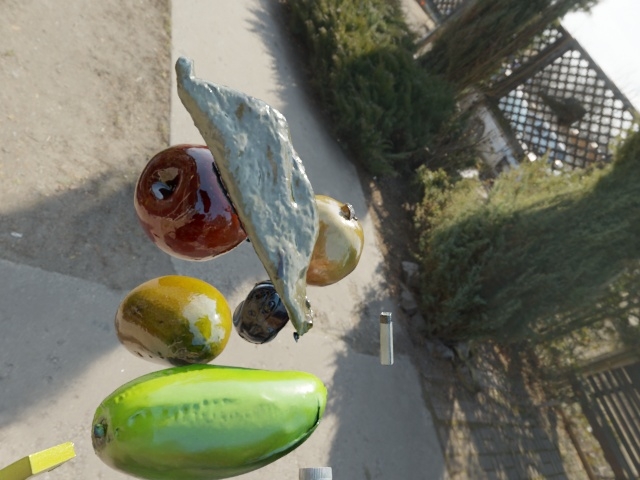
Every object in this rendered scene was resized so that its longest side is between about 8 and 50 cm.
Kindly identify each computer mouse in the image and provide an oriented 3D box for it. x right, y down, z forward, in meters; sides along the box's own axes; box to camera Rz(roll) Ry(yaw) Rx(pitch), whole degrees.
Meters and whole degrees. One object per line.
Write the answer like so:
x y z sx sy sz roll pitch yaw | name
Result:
-0.161 0.206 1.219 0.137 0.233 0.096 26 37 -8 | computer mouse

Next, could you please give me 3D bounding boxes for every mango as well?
-0.213 0.121 0.680 0.152 0.221 0.120 -34 119 -44 | mango
-0.101 0.179 0.456 0.233 0.125 0.111 0 86 -29 | mango

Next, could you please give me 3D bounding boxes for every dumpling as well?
-0.052 -0.059 0.545 0.166 0.086 0.331 -43 112 -72 | dumpling

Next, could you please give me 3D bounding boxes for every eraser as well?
-0.640 0.508 1.023 0.045 0.097 0.122 62 9 15 | eraser

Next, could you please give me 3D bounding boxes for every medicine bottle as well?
-0.012 0.688 1.158 0.088 0.132 0.188 20 54 -35 | medicine bottle

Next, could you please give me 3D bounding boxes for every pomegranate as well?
0.000 0.003 0.906 0.191 0.191 0.191 35 36 -31 | pomegranate

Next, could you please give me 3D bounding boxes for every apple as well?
-0.234 -0.070 0.858 0.218 0.218 0.201 67 10 18 | apple

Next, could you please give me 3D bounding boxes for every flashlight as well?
0.105 0.156 0.720 0.018 0.018 0.083 -23 111 -68 | flashlight
